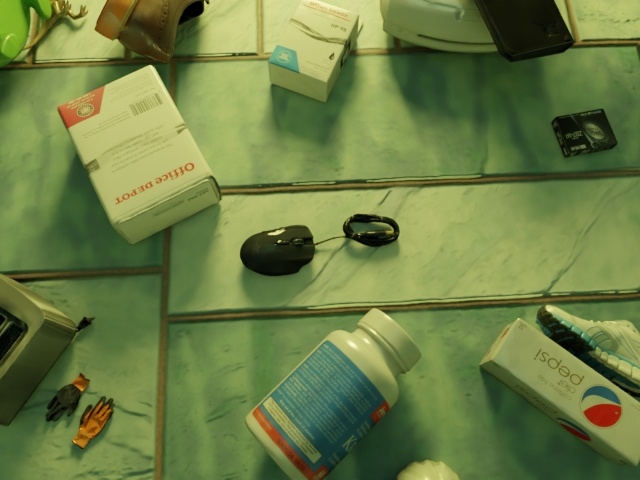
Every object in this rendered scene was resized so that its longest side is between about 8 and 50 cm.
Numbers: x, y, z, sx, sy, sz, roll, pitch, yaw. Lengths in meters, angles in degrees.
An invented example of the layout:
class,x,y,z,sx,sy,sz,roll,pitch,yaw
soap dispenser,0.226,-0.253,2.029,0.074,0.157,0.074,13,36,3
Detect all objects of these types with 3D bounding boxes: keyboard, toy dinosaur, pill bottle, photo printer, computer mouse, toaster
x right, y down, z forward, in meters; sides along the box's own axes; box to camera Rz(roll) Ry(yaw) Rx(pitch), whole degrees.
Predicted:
class,x,y,z,sx,sy,sz,roll,pitch,yaw
keyboard,0.304,-0.427,0.884,0.201,0.033,0.318,-16,77,-13
toy dinosaur,-0.454,-0.396,0.976,0.092,0.053,0.183,6,81,20
pill bottle,0.023,0.195,0.731,0.221,0.124,0.124,-43,77,-12
photo printer,0.232,-0.459,0.962,0.255,0.107,0.308,6,72,0
computer mouse,0.000,0.000,0.841,0.241,0.041,0.071,-13,71,-5
toaster,-0.440,0.129,0.758,0.168,0.110,0.186,30,74,9

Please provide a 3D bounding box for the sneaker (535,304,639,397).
class,x,y,z,sx,sy,sz,roll,pitch,yaw
sneaker,0.390,0.136,0.790,0.190,0.071,0.083,33,68,1

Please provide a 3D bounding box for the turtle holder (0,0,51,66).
class,x,y,z,sx,sy,sz,roll,pitch,yaw
turtle holder,-0.590,-0.393,0.867,0.227,0.243,0.321,-13,76,20

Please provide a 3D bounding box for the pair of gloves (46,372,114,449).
class,x,y,z,sx,sy,sz,roll,pitch,yaw
pair of gloves,-0.328,0.231,0.776,0.083,0.010,0.074,35,75,11

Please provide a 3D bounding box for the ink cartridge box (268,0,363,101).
class,x,y,z,sx,sy,sz,roll,pitch,yaw
ink cartridge box,-0.004,-0.331,0.942,0.104,0.060,0.180,21,72,7

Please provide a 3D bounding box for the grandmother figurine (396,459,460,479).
class,x,y,z,sx,sy,sz,roll,pitch,yaw
grandmother figurine,0.074,0.424,0.674,0.207,0.104,0.343,37,70,-17

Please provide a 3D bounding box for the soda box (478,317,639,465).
class,x,y,z,sx,sy,sz,roll,pitch,yaw
soda box,0.328,0.201,0.761,0.216,0.069,0.074,36,75,12

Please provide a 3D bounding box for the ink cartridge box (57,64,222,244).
class,x,y,z,sx,sy,sz,roll,pitch,yaw
ink cartridge box,-0.267,-0.128,0.855,0.158,0.092,0.218,-28,72,-9

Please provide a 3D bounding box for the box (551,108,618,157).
class,x,y,z,sx,sy,sz,roll,pitch,yaw
box,0.423,-0.173,0.914,0.083,0.018,0.067,-10,71,-4

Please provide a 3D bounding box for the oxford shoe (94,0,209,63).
class,x,y,z,sx,sy,sz,roll,pitch,yaw
oxford shoe,-0.247,-0.450,0.971,0.132,0.130,0.364,31,63,-25
